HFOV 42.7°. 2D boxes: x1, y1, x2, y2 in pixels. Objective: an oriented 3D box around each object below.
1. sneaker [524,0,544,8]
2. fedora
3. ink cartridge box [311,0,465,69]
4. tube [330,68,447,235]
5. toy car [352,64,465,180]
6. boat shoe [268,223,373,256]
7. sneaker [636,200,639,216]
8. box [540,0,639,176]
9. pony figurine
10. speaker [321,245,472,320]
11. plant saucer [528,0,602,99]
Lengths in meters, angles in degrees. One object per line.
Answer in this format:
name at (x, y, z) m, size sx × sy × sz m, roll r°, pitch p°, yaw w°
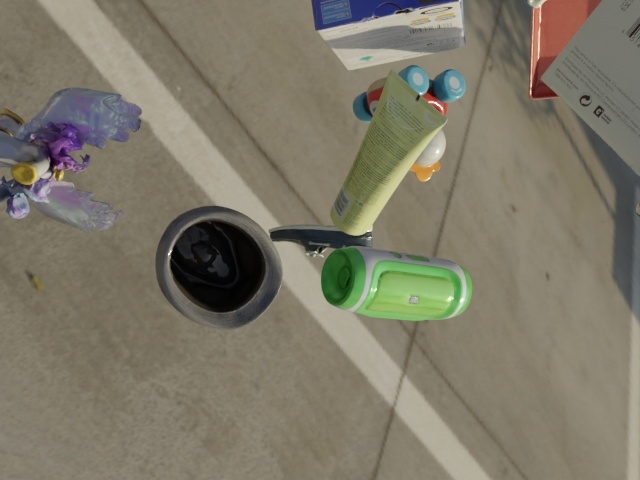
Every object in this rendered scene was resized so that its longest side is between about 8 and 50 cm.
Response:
sneaker at (0.354, -0.369, 1.067) m, size 0.080 × 0.211 × 0.081 m, roll 35°, pitch 50°, yaw -32°
fedora at (-0.226, 0.047, 1.732) m, size 0.275 × 0.124 × 0.243 m, roll 38°, pitch 87°, yaw -24°
ink cartridge box at (0.135, -0.461, 1.570) m, size 0.395 × 0.270 × 0.151 m, roll -4°, pitch 85°, yaw -78°
tube at (0.079, -0.100, 1.039) m, size 0.070 × 0.240 × 0.062 m, roll 13°, pitch 50°, yaw -12°
toy car at (0.215, -0.258, 1.917) m, size 0.210 × 0.219 × 0.238 m, roll -1°, pitch 80°, yaw -31°
boat shoe at (0.000, 0.000, 1.922) m, size 0.095 × 0.255 × 0.079 m, roll -15°, pitch 104°, yaw -78°
sneaker at (0.716, -0.152, 1.657) m, size 0.283 × 0.107 × 0.124 m, roll -48°, pitch 141°, yaw -49°
box at (0.393, -0.198, 0.946) m, size 0.119 × 0.182 × 0.181 m, roll -7°, pitch 52°, yaw -44°
pony figurine at (-0.550, -0.160, 1.557) m, size 0.351 × 0.302 × 0.363 m, roll 19°, pitch 19°, yaw -4°
speaker at (0.151, 0.085, 1.595) m, size 0.296 × 0.131 × 0.131 m, roll 8°, pitch 67°, yaw -34°
plant saucer at (0.571, -0.431, 1.726) m, size 0.047 × 0.259 × 0.258 m, roll -87°, pitch 170°, yaw -51°
